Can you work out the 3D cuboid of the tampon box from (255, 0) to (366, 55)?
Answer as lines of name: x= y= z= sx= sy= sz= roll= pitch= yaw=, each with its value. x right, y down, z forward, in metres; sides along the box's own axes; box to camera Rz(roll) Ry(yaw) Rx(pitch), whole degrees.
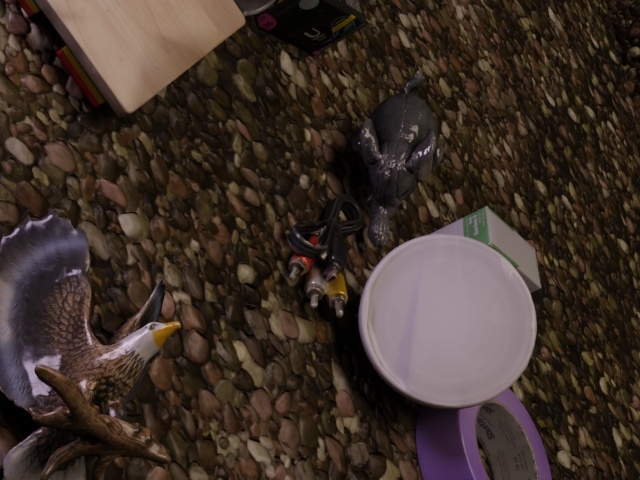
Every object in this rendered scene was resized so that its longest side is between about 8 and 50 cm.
tampon box: x=-0.022 y=-0.406 z=2.192 sx=0.161 sy=0.120 sz=0.101 roll=17 pitch=53 yaw=-51

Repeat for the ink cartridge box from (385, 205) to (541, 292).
ink cartridge box: x=0.236 y=0.053 z=2.157 sx=0.154 sy=0.212 sz=0.093 roll=37 pitch=37 yaw=-37

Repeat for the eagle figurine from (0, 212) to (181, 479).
eagle figurine: x=-0.252 y=0.135 z=1.426 sx=0.298 sy=0.225 sz=0.226 roll=-123 pitch=-149 yaw=-54

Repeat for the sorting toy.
sorting toy: x=-0.270 y=-0.327 z=1.727 sx=0.255 sy=0.089 sz=0.257 roll=-45 pitch=108 yaw=-37

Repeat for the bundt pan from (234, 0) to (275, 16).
bundt pan: x=-0.141 y=-0.494 z=1.929 sx=0.124 sy=0.331 sz=0.331 roll=40 pitch=20 yaw=28

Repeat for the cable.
cable: x=0.000 y=0.000 z=2.015 sx=0.139 sy=0.072 sz=0.287 roll=42 pitch=24 yaw=-17

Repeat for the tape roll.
tape roll: x=0.270 y=0.362 z=2.099 sx=0.275 sy=0.090 sz=0.274 roll=35 pitch=42 yaw=-39

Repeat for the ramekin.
ramekin: x=0.186 y=0.133 z=1.994 sx=0.127 sy=0.273 sz=0.273 roll=117 pitch=-46 yaw=-75

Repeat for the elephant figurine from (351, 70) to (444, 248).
elephant figurine: x=0.129 y=-0.135 z=2.156 sx=0.186 sy=0.169 sz=0.239 roll=57 pitch=22 yaw=-18
